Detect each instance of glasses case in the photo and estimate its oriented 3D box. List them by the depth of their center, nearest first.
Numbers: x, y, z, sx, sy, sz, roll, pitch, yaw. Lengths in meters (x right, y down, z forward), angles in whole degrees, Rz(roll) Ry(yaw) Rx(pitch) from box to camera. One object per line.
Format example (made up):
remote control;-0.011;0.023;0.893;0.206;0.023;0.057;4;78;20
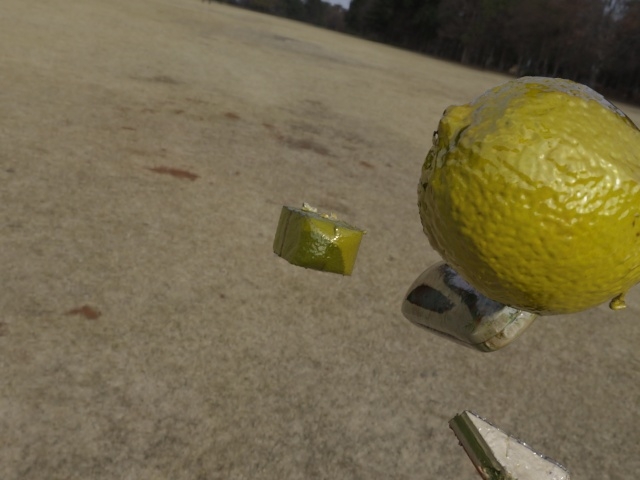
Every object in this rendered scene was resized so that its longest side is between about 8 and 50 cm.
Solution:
glasses case;0.256;0.105;1.194;0.098;0.156;0.425;43;-7;-8

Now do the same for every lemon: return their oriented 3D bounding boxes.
lemon;0.262;-0.044;0.782;0.322;0.268;0.268;29;11;-17

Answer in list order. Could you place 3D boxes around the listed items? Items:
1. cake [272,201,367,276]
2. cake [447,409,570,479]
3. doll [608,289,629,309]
cake;0.000;0.000;1.634;0.179;0.156;0.260;9;9;-23
cake;0.331;0.372;1.140;0.117;0.086;0.220;-20;65;-27
doll;0.550;0.032;1.240;0.096;0.188;0.145;-8;57;9
